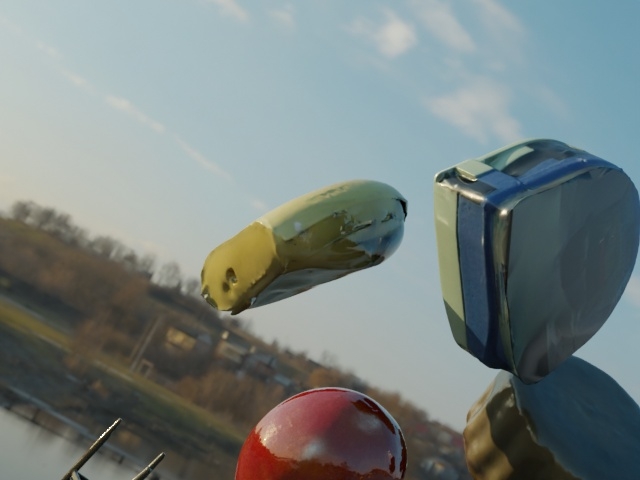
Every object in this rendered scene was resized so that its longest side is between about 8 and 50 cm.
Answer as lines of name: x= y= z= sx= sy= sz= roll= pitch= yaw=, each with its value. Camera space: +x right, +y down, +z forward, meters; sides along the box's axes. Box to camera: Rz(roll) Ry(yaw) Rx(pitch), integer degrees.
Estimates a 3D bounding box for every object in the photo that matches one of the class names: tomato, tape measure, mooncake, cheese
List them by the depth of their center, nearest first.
tomato: x=-0.002 y=0.238 z=1.019 sx=0.136 sy=0.195 sz=0.195 roll=46 pitch=2 yaw=35
tape measure: x=0.261 y=0.005 z=1.211 sx=0.138 sy=0.262 sz=0.259 roll=27 pitch=-44 yaw=44
cheese: x=0.000 y=0.000 z=1.432 sx=0.316 sy=0.128 sz=0.259 roll=-14 pitch=-8 yaw=-37
mooncake: x=0.352 y=0.305 z=1.451 sx=0.290 sy=0.161 sz=0.290 roll=23 pitch=35 yaw=-17

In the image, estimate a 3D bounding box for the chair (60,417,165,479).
chair: x=-0.411 y=0.517 z=1.923 sx=0.166 sy=0.272 sz=0.188 roll=44 pitch=-5 yaw=46
